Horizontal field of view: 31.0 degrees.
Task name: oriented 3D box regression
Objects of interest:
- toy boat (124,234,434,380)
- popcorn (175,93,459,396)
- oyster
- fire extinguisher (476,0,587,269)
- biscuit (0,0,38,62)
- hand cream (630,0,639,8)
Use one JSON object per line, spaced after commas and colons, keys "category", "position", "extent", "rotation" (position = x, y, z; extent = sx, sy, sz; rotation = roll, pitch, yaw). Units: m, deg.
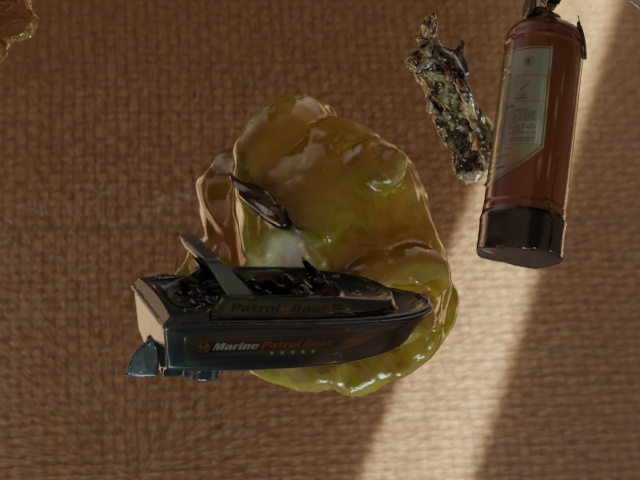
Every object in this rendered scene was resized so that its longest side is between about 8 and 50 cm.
{"category": "toy boat", "position": [-0.022, 0.050, 0.868], "extent": [0.246, 0.093, 0.103], "rotation": [0, 107, -24]}
{"category": "popcorn", "position": [0.000, 0.000, 1.138], "extent": [0.281, 0.316, 0.297], "rotation": [-21, 103, -35]}
{"category": "oyster", "position": [0.177, -0.204, 1.572], "extent": [0.083, 0.223, 0.214], "rotation": [-22, 110, 9]}
{"category": "fire extinguisher", "position": [0.124, -0.074, 0.655], "extent": [0.050, 0.062, 0.177], "rotation": [11, 75, -6]}
{"category": "biscuit", "position": [-0.470, -0.290, 1.584], "extent": [0.184, 0.027, 0.133], "rotation": [-33, 67, 6]}
{"category": "hand cream", "position": [0.184, -0.079, 0.513], "extent": [0.121, 0.336, 0.076], "rotation": [29, 116, -20]}
